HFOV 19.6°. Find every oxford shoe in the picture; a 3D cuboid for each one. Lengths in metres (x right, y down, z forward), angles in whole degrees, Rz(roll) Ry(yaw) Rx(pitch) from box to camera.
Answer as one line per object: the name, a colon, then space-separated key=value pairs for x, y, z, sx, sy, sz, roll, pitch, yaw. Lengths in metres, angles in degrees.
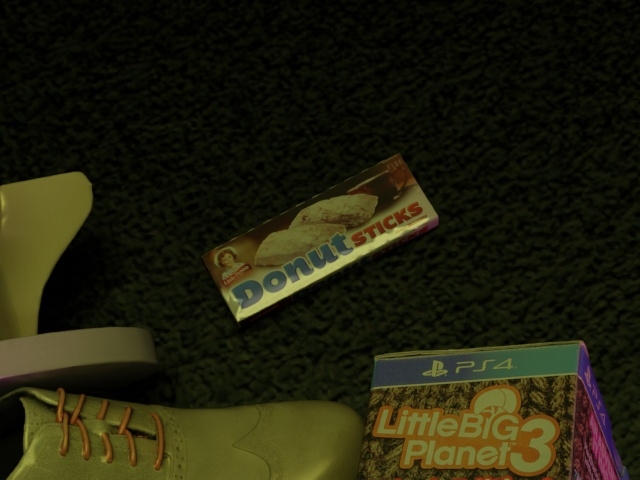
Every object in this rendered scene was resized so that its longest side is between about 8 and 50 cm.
oxford shoe: x=-0.149 y=0.171 z=1.296 sx=0.397 sy=0.146 sz=0.140 roll=-14 pitch=38 yaw=-6

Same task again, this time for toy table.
toy table: x=-0.269 y=0.047 z=1.347 sx=0.274 sy=0.252 sz=0.161 roll=-8 pitch=75 yaw=-35

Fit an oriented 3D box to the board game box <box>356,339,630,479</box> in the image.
board game box: x=0.114 y=0.250 z=1.180 sx=0.141 sy=0.232 sz=0.291 roll=-5 pitch=49 yaw=19

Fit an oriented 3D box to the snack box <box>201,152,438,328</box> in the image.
snack box: x=0.000 y=0.000 z=1.452 sx=0.178 sy=0.022 sz=0.064 roll=-28 pitch=70 yaw=-8
